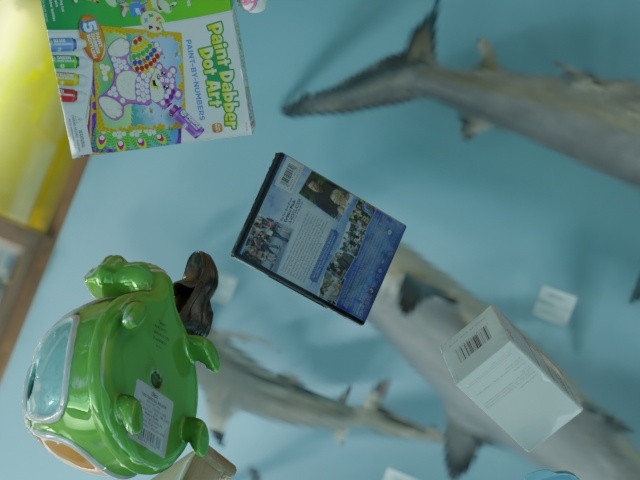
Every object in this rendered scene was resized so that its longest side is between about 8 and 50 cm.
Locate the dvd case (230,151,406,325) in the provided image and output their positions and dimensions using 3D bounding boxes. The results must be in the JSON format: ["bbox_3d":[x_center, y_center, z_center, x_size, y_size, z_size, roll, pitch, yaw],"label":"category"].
[{"bbox_3d":[0.000,0.000,2.218,0.253,0.180,0.022,30,167,-25],"label":"dvd case"}]

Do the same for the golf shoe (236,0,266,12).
[{"bbox_3d":[-0.111,-0.455,2.523,0.086,0.067,0.186,5,160,10],"label":"golf shoe"}]

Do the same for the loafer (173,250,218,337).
[{"bbox_3d":[-0.195,0.075,2.159,0.061,0.062,0.170,36,-146,-32],"label":"loafer"}]

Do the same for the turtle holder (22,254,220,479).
[{"bbox_3d":[-0.301,0.176,2.016,0.227,0.320,0.243,-12,176,28],"label":"turtle holder"}]

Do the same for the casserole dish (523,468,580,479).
[{"bbox_3d":[0.347,0.409,2.058,0.114,0.188,0.037,-20,-170,18],"label":"casserole dish"}]

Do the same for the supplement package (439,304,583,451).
[{"bbox_3d":[0.275,0.200,2.066,0.179,0.105,0.105,44,-167,-27],"label":"supplement package"}]

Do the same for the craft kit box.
[{"bbox_3d":[-0.225,-0.245,1.863,0.247,0.250,0.061,-8,-163,3],"label":"craft kit box"}]

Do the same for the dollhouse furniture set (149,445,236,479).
[{"bbox_3d":[-0.116,0.536,2.102,0.394,0.256,0.362,40,131,-14],"label":"dollhouse furniture set"}]
